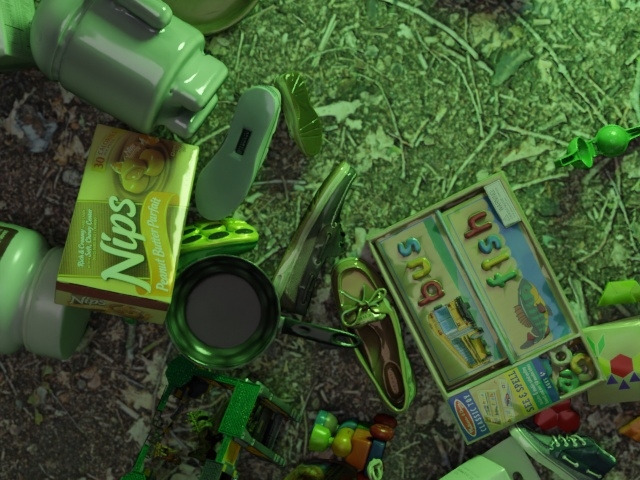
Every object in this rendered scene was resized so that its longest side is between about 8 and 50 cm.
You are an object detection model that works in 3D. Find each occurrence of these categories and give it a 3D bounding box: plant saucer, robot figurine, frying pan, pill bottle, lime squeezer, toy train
[{"bbox_3d":[-0.220,-0.495,1.835,0.277,0.041,0.278,0,95,4],"label":"plant saucer"},{"bbox_3d":[-0.337,-0.315,1.762,0.353,0.200,0.300,31,137,-2],"label":"robot figurine"},{"bbox_3d":[-0.104,0.111,1.791,0.326,0.053,0.197,-9,93,-4],"label":"frying pan"},{"bbox_3d":[-0.603,0.070,1.806,0.392,0.224,0.224,14,95,3],"label":"pill bottle"},{"bbox_3d":[0.489,-0.172,1.785,0.310,0.110,0.059,-21,74,-25],"label":"lime squeezer"},{"bbox_3d":[0.044,0.351,1.773,0.143,0.248,0.105,16,95,7],"label":"toy train"}]

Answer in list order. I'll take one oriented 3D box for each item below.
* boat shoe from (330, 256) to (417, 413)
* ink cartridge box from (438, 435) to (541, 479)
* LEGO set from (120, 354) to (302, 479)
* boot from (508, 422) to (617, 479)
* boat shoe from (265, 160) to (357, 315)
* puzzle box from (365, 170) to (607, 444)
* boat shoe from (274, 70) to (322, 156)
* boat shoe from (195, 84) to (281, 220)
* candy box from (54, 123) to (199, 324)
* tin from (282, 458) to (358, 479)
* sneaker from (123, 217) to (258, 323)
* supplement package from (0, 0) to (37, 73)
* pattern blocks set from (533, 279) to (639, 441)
[{"bbox_3d":[0.099,0.163,1.832,0.104,0.089,0.285,-25,91,6],"label":"boat shoe"},{"bbox_3d":[0.255,0.513,1.782,0.353,0.119,0.207,-32,98,-11],"label":"ink cartridge box"},{"bbox_3d":[-0.181,0.375,1.824,0.255,0.192,0.331,0,62,28],"label":"LEGO set"},{"bbox_3d":[0.424,0.359,1.832,0.190,0.069,0.086,38,103,-11],"label":"boot"},{"bbox_3d":[0.000,0.000,1.827,0.092,0.103,0.285,28,99,-4],"label":"boat shoe"},{"bbox_3d":[0.284,0.117,1.822,0.272,0.052,0.409,-27,90,10],"label":"puzzle box"},{"bbox_3d":[-0.042,-0.219,1.841,0.056,0.048,0.153,-25,98,-40],"label":"boat shoe"},{"bbox_3d":[-0.133,-0.151,1.829,0.095,0.084,0.258,34,108,7],"label":"boat shoe"},{"bbox_3d":[-0.319,-0.031,1.750,0.182,0.087,0.316,12,58,-9],"label":"candy box"},{"bbox_3d":[0.000,0.424,1.808,0.106,0.189,0.040,5,97,19],"label":"tin"},{"bbox_3d":[-0.242,0.052,1.855,0.295,0.109,0.123,-25,118,2],"label":"sneaker"},{"bbox_3d":[-0.616,-0.419,1.786,0.199,0.198,0.263,-9,93,5],"label":"supplement package"},{"bbox_3d":[0.539,0.211,1.834,0.324,0.026,0.285,1,95,8],"label":"pattern blocks set"}]
